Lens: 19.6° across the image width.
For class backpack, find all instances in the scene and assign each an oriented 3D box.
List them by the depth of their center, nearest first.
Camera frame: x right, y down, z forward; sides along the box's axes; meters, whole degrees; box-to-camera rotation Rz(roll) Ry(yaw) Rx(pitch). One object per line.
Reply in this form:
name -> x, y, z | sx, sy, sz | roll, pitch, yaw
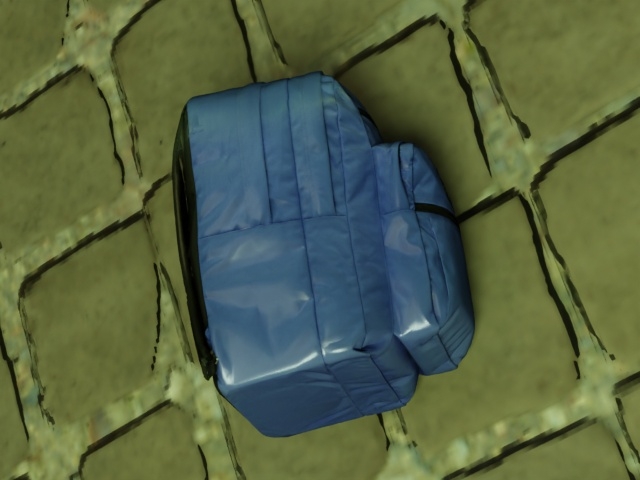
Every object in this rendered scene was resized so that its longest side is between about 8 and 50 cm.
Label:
backpack -> 0.000, 0.000, 0.681 | 0.101, 0.098, 0.120 | -14, 69, 2
